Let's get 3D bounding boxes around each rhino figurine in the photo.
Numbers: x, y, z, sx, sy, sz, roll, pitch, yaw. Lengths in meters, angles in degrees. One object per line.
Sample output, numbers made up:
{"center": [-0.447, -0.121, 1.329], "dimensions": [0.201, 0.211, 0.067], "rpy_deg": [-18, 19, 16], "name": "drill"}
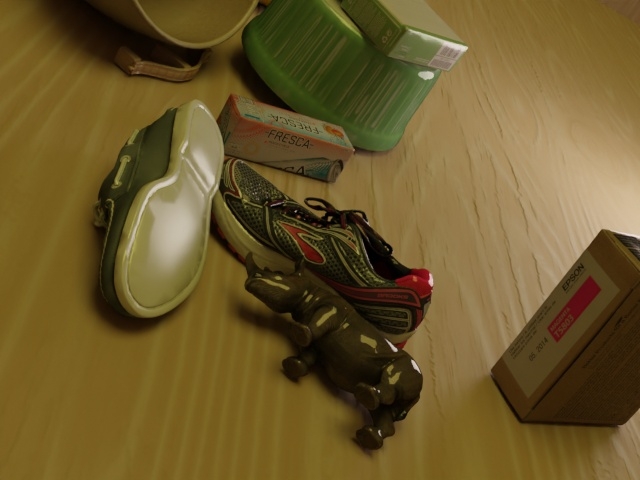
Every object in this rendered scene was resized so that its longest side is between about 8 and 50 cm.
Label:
{"center": [0.006, 0.097, 1.037], "dimensions": [0.243, 0.073, 0.106], "rpy_deg": [44, 36, 16], "name": "rhino figurine"}

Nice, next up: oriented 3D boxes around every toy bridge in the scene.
{"center": [-0.209, -0.250, 1.415], "dimensions": [0.063, 0.026, 0.188], "rpy_deg": [41, 30, 13], "name": "toy bridge"}

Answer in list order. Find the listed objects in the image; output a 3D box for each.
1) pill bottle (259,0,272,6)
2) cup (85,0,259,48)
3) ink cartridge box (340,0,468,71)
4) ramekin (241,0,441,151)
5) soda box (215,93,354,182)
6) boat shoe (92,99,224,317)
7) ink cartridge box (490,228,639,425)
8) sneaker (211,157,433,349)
{"center": [-0.026, -0.465, 1.817], "dimensions": [0.245, 0.136, 0.136], "rpy_deg": [19, 31, -23], "name": "pill bottle"}
{"center": [-0.257, -0.444, 1.419], "dimensions": [0.237, 0.331, 0.331], "rpy_deg": [11, 16, 32], "name": "cup"}
{"center": [0.095, -0.355, 1.496], "dimensions": [0.171, 0.056, 0.235], "rpy_deg": [0, 45, -51], "name": "ink cartridge box"}
{"center": [0.043, -0.294, 1.565], "dimensions": [0.303, 0.148, 0.303], "rpy_deg": [29, 29, -18], "name": "ramekin"}
{"center": [-0.049, -0.136, 1.357], "dimensions": [0.183, 0.063, 0.058], "rpy_deg": [13, 34, -30], "name": "soda box"}
{"center": [-0.180, -0.030, 1.059], "dimensions": [0.319, 0.099, 0.116], "rpy_deg": [-80, 149, -49], "name": "boat shoe"}
{"center": [0.345, 0.110, 1.189], "dimensions": [0.193, 0.235, 0.088], "rpy_deg": [11, 35, -35], "name": "ink cartridge box"}
{"center": [0.000, 0.000, 1.145], "dimensions": [0.299, 0.112, 0.121], "rpy_deg": [39, 29, 13], "name": "sneaker"}
